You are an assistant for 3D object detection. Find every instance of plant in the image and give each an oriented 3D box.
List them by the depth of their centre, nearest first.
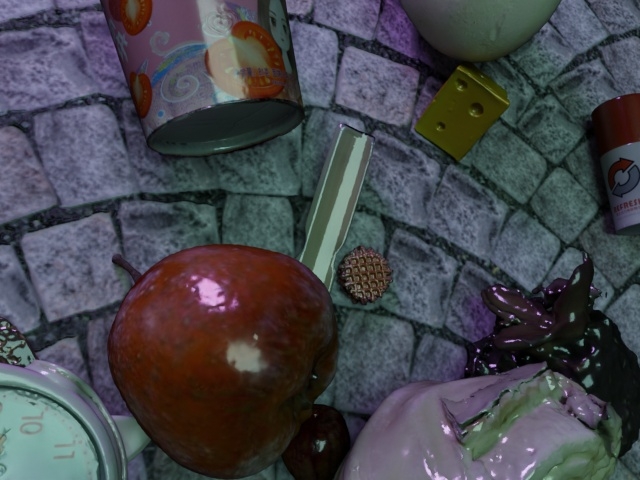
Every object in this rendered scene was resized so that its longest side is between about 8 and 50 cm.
[{"bbox_3d":[0.286,0.158,0.667,0.234,0.204,0.178,52,58,-10],"label":"plant"}]

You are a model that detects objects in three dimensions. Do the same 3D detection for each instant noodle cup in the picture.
[{"bbox_3d":[-0.140,-0.238,0.632,0.243,0.243,0.231,-12,86,-19],"label":"instant noodle cup"}]

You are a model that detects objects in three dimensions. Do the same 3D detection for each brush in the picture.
[{"bbox_3d":[0.000,0.000,0.703,0.060,0.050,0.321,20,78,-13],"label":"brush"}]

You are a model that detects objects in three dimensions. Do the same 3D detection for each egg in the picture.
[{"bbox_3d":[0.223,-0.363,0.791,0.264,0.286,0.174,6,112,-8],"label":"egg"}]

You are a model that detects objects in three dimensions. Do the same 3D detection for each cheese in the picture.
[{"bbox_3d":[0.239,-0.228,0.820,0.093,0.126,0.171,37,49,2],"label":"cheese"}]

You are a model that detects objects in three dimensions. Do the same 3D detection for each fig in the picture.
[{"bbox_3d":[-0.008,0.259,0.618,0.088,0.089,0.125,-1,104,-17],"label":"fig"}]

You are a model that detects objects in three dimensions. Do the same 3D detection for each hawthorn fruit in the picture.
[{"bbox_3d":[-0.104,0.118,0.534,0.262,0.235,0.231,0,83,-9],"label":"hawthorn fruit"}]

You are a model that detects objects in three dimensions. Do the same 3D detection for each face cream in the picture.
[{"bbox_3d":[0.514,-0.123,0.861,0.095,0.096,0.214,0,75,-17],"label":"face cream"}]

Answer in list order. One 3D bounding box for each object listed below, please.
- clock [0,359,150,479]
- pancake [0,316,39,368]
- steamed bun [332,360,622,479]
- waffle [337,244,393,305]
[{"bbox_3d":[-0.318,0.240,0.476,0.324,0.108,0.265,9,71,-29],"label":"clock"},{"bbox_3d":[-0.391,0.169,0.548,0.199,0.021,0.199,5,74,-16],"label":"pancake"},{"bbox_3d":[0.136,0.299,0.563,0.346,0.237,0.394,31,86,-40],"label":"steamed bun"},{"bbox_3d":[0.061,0.046,0.714,0.075,0.029,0.083,44,65,-5],"label":"waffle"}]
